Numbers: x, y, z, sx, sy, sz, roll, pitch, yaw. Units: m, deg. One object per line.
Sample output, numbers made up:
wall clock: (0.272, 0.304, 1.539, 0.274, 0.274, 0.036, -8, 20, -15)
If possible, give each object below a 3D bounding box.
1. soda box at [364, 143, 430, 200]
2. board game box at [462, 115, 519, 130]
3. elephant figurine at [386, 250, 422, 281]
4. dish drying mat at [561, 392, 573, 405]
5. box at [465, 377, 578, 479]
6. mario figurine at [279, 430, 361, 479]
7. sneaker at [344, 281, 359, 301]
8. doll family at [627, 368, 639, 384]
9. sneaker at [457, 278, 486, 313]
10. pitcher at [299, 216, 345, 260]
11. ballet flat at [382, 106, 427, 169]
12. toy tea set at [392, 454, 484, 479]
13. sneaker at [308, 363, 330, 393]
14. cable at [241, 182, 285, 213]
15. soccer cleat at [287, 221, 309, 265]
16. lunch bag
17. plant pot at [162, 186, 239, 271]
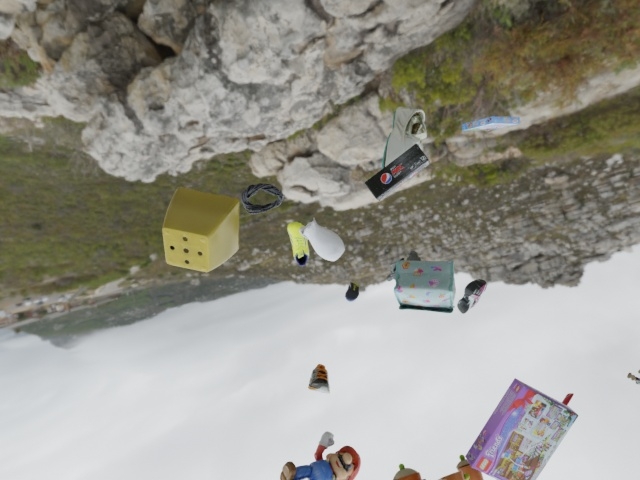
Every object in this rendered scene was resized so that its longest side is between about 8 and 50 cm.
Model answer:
soda box: (0.203, -0.178, 1.170, 0.169, 0.060, 0.053, -36, 167, 13)
board game box: (0.814, -0.560, 2.123, 0.160, 0.039, 0.211, -5, -175, -20)
elephant figurine: (0.468, 0.178, 2.504, 0.239, 0.186, 0.169, -27, -140, 13)
dish drying mat: (0.824, 0.549, 1.490, 0.083, 0.008, 0.032, -43, 173, -18)
box: (0.600, 0.586, 1.325, 0.293, 0.201, 0.057, -60, -173, 6)
mario figurine: (0.027, 0.793, 1.546, 0.321, 0.198, 0.170, 3, 169, -43)
sneaker: (0.128, 0.225, 1.828, 0.053, 0.059, 0.144, 26, -159, 5)
doll family: (1.166, 0.492, 1.510, 0.076, 0.111, 0.193, -57, -176, -1)
sneaker: (0.642, 0.226, 1.855, 0.077, 0.072, 0.178, -13, 142, -38)
pitcher: (0.000, 0.000, 2.029, 0.125, 0.207, 0.178, -52, -167, -18)
ballet flat: (0.307, -0.356, 1.567, 0.139, 0.139, 0.400, -18, -142, 34)
toy tea set: (0.368, 0.740, 1.396, 0.336, 0.124, 0.200, 14, 136, -44)
sneaker: (-0.003, 0.541, 1.732, 0.084, 0.083, 0.215, 18, 174, -8)
cable: (-0.245, -0.186, 1.895, 0.185, 0.047, 0.150, -12, 134, -5)
soccer cleat: (-0.105, 0.019, 2.214, 0.093, 0.121, 0.289, -7, 142, 3)
lunch bag: (0.409, 0.194, 1.718, 0.223, 0.160, 0.262, 1, 149, 17)
plant pot: (-0.391, -0.021, 1.415, 0.212, 0.212, 0.187, 11, -145, 4)
